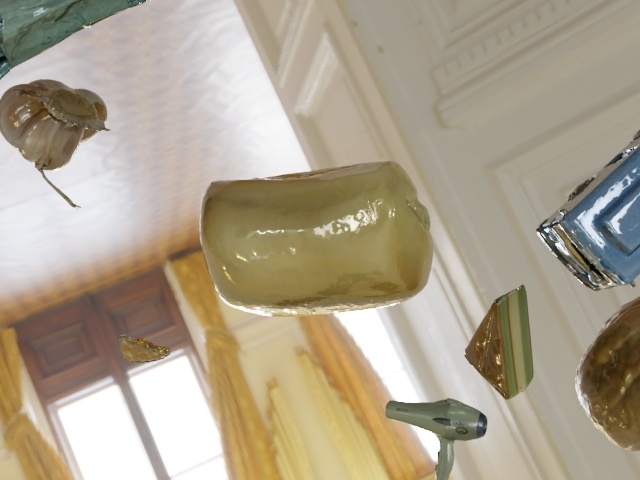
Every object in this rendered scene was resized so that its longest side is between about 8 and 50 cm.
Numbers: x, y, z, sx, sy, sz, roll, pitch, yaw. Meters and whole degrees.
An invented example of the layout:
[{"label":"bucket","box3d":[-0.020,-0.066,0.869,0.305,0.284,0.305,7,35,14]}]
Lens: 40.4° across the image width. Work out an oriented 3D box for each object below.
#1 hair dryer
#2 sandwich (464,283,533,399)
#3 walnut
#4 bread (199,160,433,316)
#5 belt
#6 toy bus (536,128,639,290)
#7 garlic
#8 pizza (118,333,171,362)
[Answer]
[{"label":"hair dryer","box3d":[0.170,0.346,1.428,0.167,0.199,0.067,21,-177,27]},{"label":"sandwich","box3d":[0.322,0.169,1.444,0.079,0.113,0.163,-24,149,-33]},{"label":"walnut","box3d":[0.591,0.218,1.480,0.313,0.252,0.277,-60,163,24]},{"label":"bread","box3d":[0.000,0.000,1.479,0.376,0.252,0.348,-8,-178,5]},{"label":"belt","box3d":[-0.252,-0.248,0.859,0.302,0.072,0.087,-37,150,-23]},{"label":"toy bus","box3d":[0.372,-0.054,0.988,0.234,0.116,0.133,-43,178,0]},{"label":"garlic","box3d":[-0.484,-0.189,1.654,0.207,0.256,0.207,-19,-174,2]},{"label":"pizza","box3d":[-0.273,0.158,1.321,0.083,0.025,0.078,-8,138,24]}]
